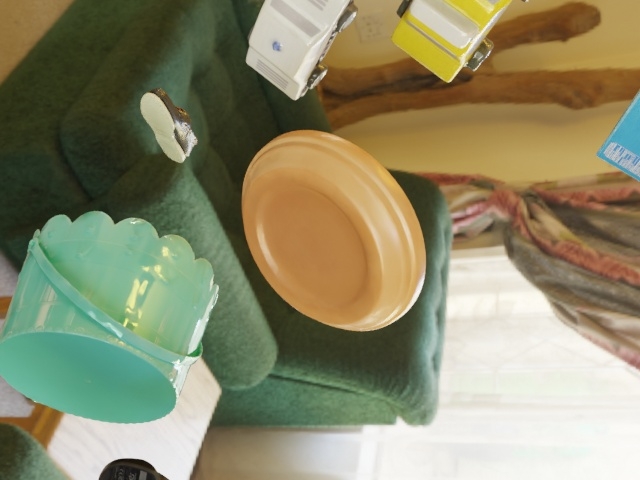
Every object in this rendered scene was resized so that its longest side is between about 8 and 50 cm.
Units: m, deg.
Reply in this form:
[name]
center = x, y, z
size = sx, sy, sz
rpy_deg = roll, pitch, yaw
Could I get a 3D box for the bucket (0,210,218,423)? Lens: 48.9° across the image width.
[bucket]
center = -0.288, 0.113, 0.958
size = 0.281, 0.281, 0.183
rpy_deg = 63, 26, -45

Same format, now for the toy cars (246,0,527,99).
[toy cars]
center = 0.046, -0.226, 0.724
size = 0.087, 0.393, 0.176
rpy_deg = -51, 129, -37

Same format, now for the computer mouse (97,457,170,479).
[computer mouse]
center = -0.137, 0.290, 0.747
size = 0.041, 0.242, 0.071
rpy_deg = 2, 102, -66

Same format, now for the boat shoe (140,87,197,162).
[boat shoe]
center = -0.192, -0.152, 0.898
size = 0.042, 0.049, 0.133
rpy_deg = -57, 161, -20

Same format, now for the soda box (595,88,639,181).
[soda box]
center = 0.286, -0.131, 0.500
size = 0.071, 0.067, 0.210
rpy_deg = -44, 163, -35

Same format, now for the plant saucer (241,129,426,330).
[plant saucer]
center = 0.000, 0.000, 0.637
size = 0.037, 0.200, 0.200
rpy_deg = -38, 123, -42
